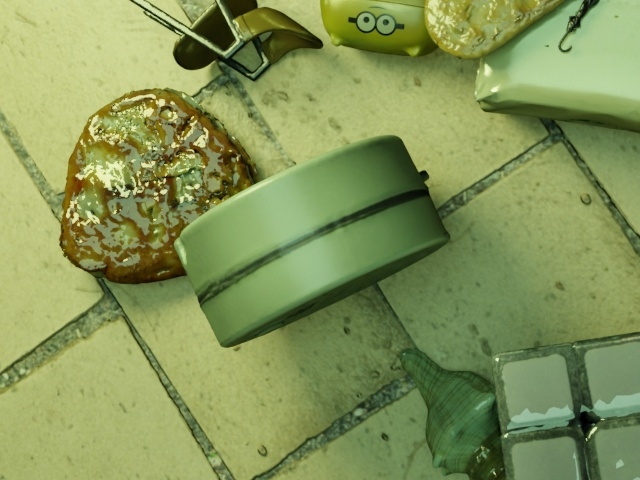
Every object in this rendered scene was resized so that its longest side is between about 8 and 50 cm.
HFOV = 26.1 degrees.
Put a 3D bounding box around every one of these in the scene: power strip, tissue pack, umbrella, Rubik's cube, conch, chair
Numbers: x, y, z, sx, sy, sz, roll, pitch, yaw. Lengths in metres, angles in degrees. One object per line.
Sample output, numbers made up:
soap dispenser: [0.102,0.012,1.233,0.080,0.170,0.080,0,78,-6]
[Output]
power strip: [0.000,0.000,1.807,0.357,0.357,0.161,-27,84,10]
tissue pack: [0.404,-0.284,1.787,0.380,0.207,0.297,8,91,13]
umbrella: [0.324,-0.286,1.691,0.022,0.013,0.122,30,93,1]
tissue pack: [0.090,-0.316,1.899,0.178,0.123,0.127,11,91,12]
Rubik's cube: [0.389,0.286,1.695,0.303,0.301,0.305,-11,70,12]
conch: [0.202,0.240,1.867,0.137,0.114,0.234,-15,79,-2]
chair: [-0.139,-0.309,1.932,0.172,0.159,0.247,-41,79,6]

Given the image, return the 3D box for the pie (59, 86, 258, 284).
pie: [-0.237,-0.080,1.982,0.308,0.085,0.308,0,87,8]

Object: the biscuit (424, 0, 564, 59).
biscuit: [0.240,-0.320,1.705,0.247,0.029,0.118,-35,77,9]
